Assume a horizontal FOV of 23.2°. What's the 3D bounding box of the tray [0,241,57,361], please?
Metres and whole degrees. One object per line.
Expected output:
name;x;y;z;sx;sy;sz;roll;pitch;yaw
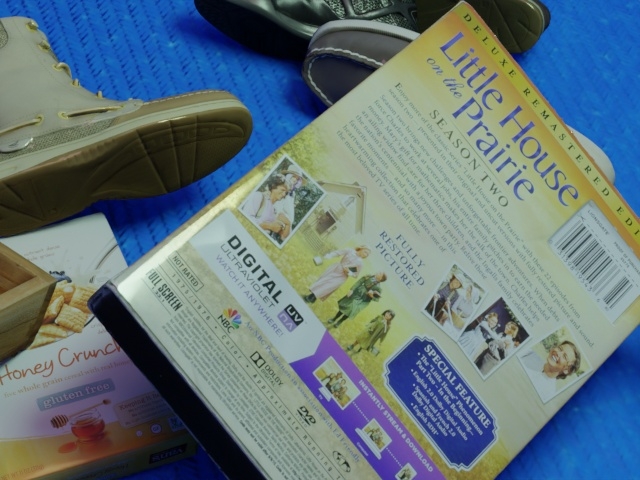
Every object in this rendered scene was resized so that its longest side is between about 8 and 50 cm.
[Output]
tray;-0.433;-0.018;1.218;0.411;0.076;0.203;32;26;13

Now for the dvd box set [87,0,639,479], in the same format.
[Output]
dvd box set;0.067;0.038;1.232;0.420;0.062;0.307;-42;95;-30

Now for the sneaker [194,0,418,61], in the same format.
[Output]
sneaker;-0.009;-0.249;1.567;0.228;0.087;0.130;12;69;-4

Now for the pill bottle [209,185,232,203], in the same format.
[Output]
pill bottle;0.000;0.000;1.339;0.283;0.161;0.161;-35;65;-31

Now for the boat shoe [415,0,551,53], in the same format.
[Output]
boat shoe;0.132;-0.248;1.622;0.224;0.080;0.073;19;21;21

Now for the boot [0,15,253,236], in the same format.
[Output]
boot;-0.210;-0.124;1.392;0.262;0.095;0.203;-19;52;-10

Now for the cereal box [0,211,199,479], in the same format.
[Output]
cereal box;-0.222;0.095;1.296;0.173;0.047;0.240;-15;56;-21

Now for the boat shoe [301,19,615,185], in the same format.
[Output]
boat shoe;0.117;-0.099;1.473;0.324;0.116;0.096;31;50;7
